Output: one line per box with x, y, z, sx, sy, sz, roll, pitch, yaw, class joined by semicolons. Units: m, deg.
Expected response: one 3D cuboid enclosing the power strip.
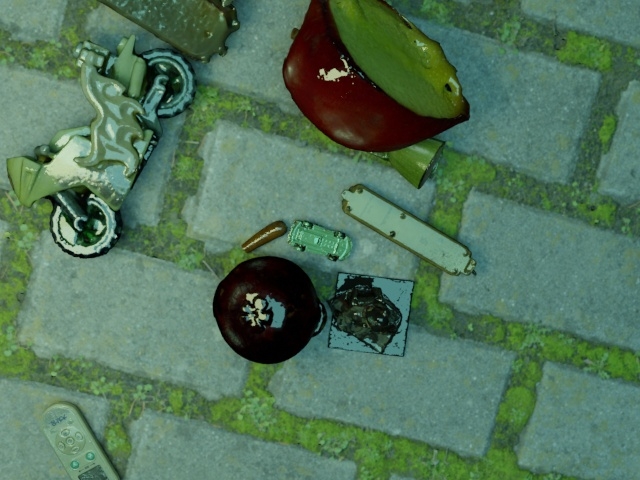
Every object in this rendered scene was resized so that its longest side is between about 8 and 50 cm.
0.170;-0.016;1.904;0.305;0.044;0.064;30;93;-6;power strip

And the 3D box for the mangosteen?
-0.095;0.125;1.822;0.210;0.210;0.210;-1;97;-5;mangosteen

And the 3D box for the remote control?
-0.456;0.405;1.903;0.078;0.042;0.221;-29;100;-2;remote control

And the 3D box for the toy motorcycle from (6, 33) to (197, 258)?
-0.396;-0.180;1.778;0.237;0.169;0.410;30;88;-14;toy motorcycle

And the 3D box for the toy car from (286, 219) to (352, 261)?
0.000;0.000;1.895;0.122;0.035;0.059;17;95;-15;toy car

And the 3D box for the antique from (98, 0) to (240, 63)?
-0.280;-0.427;1.779;0.284;0.150;0.125;30;97;-16;antique

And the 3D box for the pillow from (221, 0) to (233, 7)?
-0.130;-0.497;1.732;0.078;0.181;0.134;27;139;24;pillow

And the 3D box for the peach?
0.085;-0.279;1.787;0.362;0.257;0.201;30;137;-19;peach

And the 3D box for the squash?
0.155;-0.169;1.871;0.132;0.105;0.105;30;94;11;squash

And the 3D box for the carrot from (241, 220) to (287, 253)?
-0.105;-0.008;1.888;0.093;0.032;0.032;-31;99;5;carrot

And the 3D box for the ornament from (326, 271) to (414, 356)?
0.097;0.152;1.842;0.166;0.196;0.153;6;96;-4;ornament
